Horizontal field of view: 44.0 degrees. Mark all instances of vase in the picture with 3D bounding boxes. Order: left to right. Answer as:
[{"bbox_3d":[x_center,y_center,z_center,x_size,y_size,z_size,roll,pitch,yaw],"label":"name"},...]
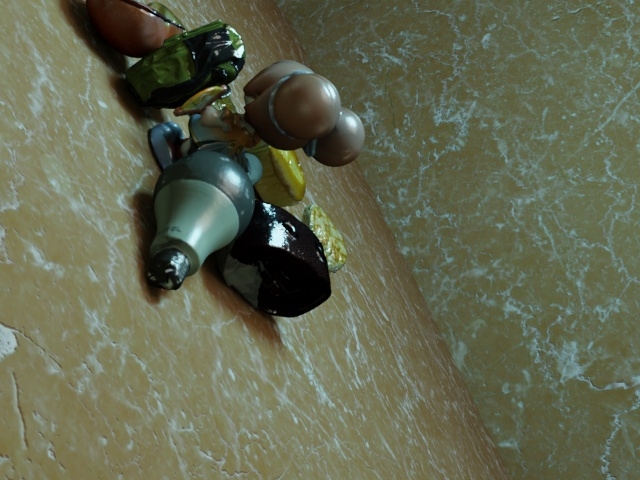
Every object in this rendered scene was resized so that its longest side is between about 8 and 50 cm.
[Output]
[{"bbox_3d":[-0.207,-0.153,1.867,0.086,0.086,0.214,59,18,-4],"label":"vase"}]

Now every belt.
[{"bbox_3d":[-0.099,0.031,1.626,0.289,0.184,0.164,46,27,-48],"label":"belt"}]

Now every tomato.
[{"bbox_3d":[-0.408,-0.449,1.663,0.199,0.112,0.228,27,6,23],"label":"tomato"}]

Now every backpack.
[{"bbox_3d":[-0.279,-0.353,1.659,0.140,0.253,0.207,66,-10,-3],"label":"backpack"}]

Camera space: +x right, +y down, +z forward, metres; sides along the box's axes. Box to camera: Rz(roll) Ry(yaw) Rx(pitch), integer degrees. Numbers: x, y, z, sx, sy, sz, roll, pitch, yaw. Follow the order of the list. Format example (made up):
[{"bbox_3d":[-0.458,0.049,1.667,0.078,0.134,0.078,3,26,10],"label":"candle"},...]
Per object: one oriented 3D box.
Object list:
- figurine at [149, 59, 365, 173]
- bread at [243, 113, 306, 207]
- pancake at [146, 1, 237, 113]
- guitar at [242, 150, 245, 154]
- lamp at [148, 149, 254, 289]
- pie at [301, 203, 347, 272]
[{"bbox_3d":[-0.132,-0.222,1.605,0.248,0.388,0.276,66,13,20],"label":"figurine"},{"bbox_3d":[-0.130,-0.213,2.074,0.288,0.119,0.153,63,14,-47],"label":"bread"},{"bbox_3d":[-0.330,-0.428,2.016,0.382,0.071,0.382,54,14,-20],"label":"pancake"},{"bbox_3d":[-0.178,-0.140,1.774,0.084,0.038,0.271,-44,132,-73],"label":"guitar"},{"bbox_3d":[-0.240,-0.032,1.395,0.182,0.182,0.314,55,46,-20],"label":"lamp"},{"bbox_3d":[0.000,0.000,2.278,0.179,0.084,0.205,41,30,-39],"label":"pie"}]
